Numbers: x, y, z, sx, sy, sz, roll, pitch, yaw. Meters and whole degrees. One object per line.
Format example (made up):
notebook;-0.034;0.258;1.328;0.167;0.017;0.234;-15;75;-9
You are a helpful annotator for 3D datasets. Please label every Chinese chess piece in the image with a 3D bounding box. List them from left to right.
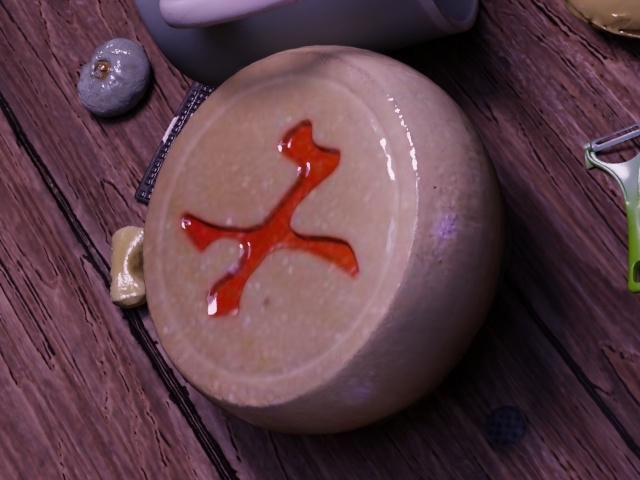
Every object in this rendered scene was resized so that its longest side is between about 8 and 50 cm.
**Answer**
Chinese chess piece;0.000;0.000;1.675;0.338;0.140;0.338;-11;72;38

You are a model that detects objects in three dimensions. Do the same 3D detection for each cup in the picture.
cup;-0.038;-0.259;1.741;0.275;0.259;0.356;-15;19;21

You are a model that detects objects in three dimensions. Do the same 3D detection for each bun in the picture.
bun;-0.208;-0.164;1.935;0.083;0.045;0.083;-11;63;24

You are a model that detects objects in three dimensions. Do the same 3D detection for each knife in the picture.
knife;0.274;-0.027;1.681;0.078;0.023;0.166;-25;54;31

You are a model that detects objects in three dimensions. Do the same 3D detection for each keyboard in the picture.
keyboard;-0.129;-0.102;1.896;0.053;0.010;0.155;20;78;30

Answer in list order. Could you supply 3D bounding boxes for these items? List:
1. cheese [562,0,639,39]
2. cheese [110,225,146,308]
cheese;0.342;-0.290;1.709;0.316;0.128;0.259;-13;66;20
cheese;-0.178;0.026;1.852;0.044;0.030;0.083;-17;57;23
